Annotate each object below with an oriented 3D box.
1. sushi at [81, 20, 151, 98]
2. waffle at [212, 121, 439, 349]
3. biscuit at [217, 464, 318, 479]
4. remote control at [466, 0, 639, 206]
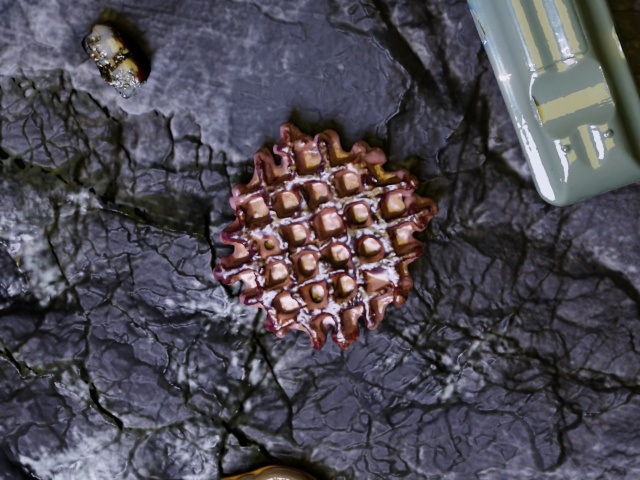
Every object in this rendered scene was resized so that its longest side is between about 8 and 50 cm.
[{"bbox_3d":[-0.215,-0.196,1.175,0.046,0.044,0.083,-38,96,17],"label":"sushi"},{"bbox_3d":[0.000,0.000,1.177,0.221,0.055,0.234,27,102,6],"label":"waffle"},{"bbox_3d":[-0.057,0.333,1.270,0.170,0.050,0.170,3,111,7],"label":"biscuit"},{"bbox_3d":[0.224,-0.202,1.079,0.128,0.065,0.335,-20,99,12],"label":"remote control"}]
